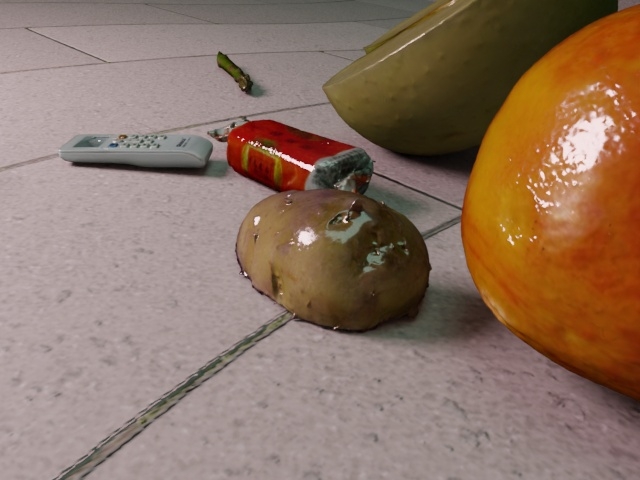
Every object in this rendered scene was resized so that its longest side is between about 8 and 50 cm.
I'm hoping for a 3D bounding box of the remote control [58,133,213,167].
[{"bbox_3d":[-0.208,-0.102,0.667,0.162,0.029,0.061,1,26,2],"label":"remote control"}]

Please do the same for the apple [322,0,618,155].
[{"bbox_3d":[0.191,-0.273,0.728,0.360,0.320,0.312,-20,-24,37],"label":"apple"}]

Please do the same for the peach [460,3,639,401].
[{"bbox_3d":[0.226,-0.014,0.360,0.281,0.238,0.281,-11,49,13],"label":"peach"}]

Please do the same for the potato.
[{"bbox_3d":[0.000,0.000,0.447,0.172,0.089,0.100,14,32,13],"label":"potato"}]

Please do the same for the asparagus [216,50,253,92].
[{"bbox_3d":[-0.154,-0.304,1.055,0.034,0.027,0.236,14,22,-30],"label":"asparagus"}]

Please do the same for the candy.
[{"bbox_3d":[-0.028,-0.087,0.638,0.292,0.059,0.086,27,36,36],"label":"candy"}]
